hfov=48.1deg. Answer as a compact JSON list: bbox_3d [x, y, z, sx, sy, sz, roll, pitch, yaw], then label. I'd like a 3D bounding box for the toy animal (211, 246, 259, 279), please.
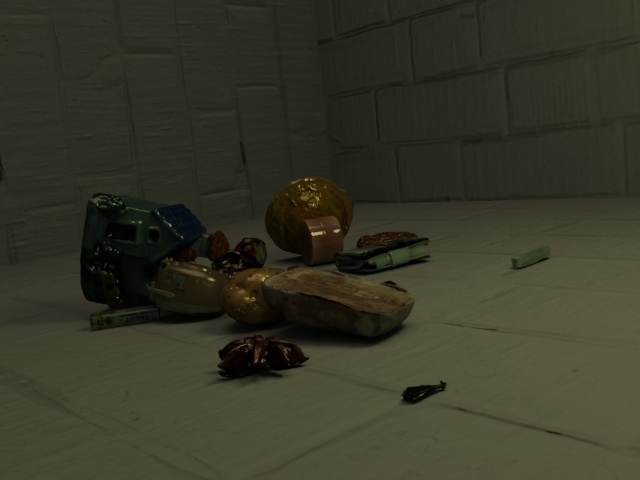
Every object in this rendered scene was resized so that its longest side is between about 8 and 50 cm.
[{"bbox_3d":[-0.240,0.114,1.938,0.179,0.116,0.218,-33,38,0],"label":"toy animal"}]

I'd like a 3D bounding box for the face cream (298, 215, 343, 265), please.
[{"bbox_3d":[0.000,0.000,2.270,0.104,0.149,0.149,-8,7,-18],"label":"face cream"}]

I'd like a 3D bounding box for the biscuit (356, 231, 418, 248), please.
[{"bbox_3d":[0.232,0.000,2.495,0.225,0.042,0.226,-5,8,1],"label":"biscuit"}]

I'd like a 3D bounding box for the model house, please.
[{"bbox_3d":[-0.414,0.046,1.850,0.329,0.295,0.252,11,7,5],"label":"model house"}]

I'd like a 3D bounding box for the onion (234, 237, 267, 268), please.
[{"bbox_3d":[-0.229,0.043,2.295,0.118,0.119,0.117,-4,12,19],"label":"onion"}]

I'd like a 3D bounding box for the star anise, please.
[{"bbox_3d":[-0.101,0.193,1.231,0.167,0.058,0.168,-7,8,1],"label":"star anise"}]

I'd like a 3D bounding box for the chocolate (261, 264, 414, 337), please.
[{"bbox_3d":[0.030,0.128,1.426,0.303,0.101,0.185,9,11,31],"label":"chocolate"}]

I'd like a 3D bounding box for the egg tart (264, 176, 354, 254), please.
[{"bbox_3d":[-0.027,-0.059,2.394,0.318,0.319,0.128,-8,36,-15],"label":"egg tart"}]

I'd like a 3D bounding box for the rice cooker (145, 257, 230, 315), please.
[{"bbox_3d":[-0.311,0.115,1.713,0.206,0.127,0.145,17,4,20],"label":"rice cooker"}]

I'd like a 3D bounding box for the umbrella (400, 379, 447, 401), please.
[{"bbox_3d":[0.145,0.213,1.016,0.083,0.020,0.031,-11,-30,-34],"label":"umbrella"}]

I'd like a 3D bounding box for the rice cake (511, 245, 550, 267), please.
[{"bbox_3d":[0.560,0.044,1.897,0.170,0.033,0.029,-14,7,-43],"label":"rice cake"}]

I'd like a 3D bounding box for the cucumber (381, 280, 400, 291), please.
[{"bbox_3d":[0.120,0.132,1.581,0.070,0.046,0.220,-12,5,22],"label":"cucumber"}]

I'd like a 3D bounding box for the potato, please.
[{"bbox_3d":[-0.119,0.114,1.586,0.234,0.128,0.161,-5,11,-39],"label":"potato"}]

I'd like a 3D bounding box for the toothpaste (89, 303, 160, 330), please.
[{"bbox_3d":[-0.468,0.184,1.715,0.164,0.034,0.046,-8,11,-10],"label":"toothpaste"}]

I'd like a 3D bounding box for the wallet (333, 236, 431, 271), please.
[{"bbox_3d":[0.184,0.039,2.105,0.250,0.075,0.176,-11,5,-28],"label":"wallet"}]
